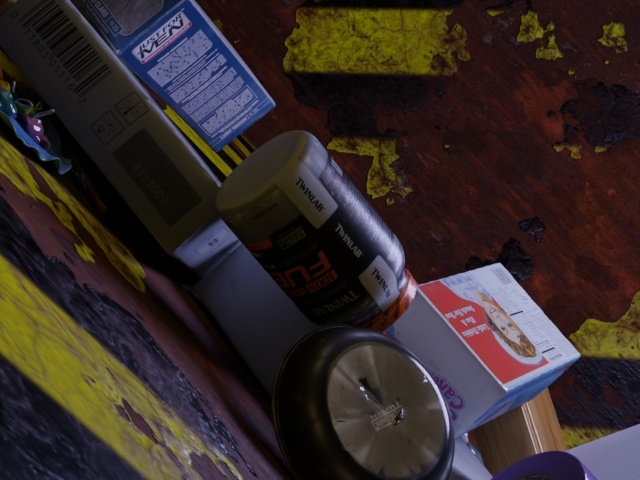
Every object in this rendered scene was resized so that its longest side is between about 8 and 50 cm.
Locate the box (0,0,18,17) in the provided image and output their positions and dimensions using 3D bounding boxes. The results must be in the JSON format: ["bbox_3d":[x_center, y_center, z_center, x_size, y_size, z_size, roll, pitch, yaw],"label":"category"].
[{"bbox_3d":[-0.437,-0.341,1.595,0.324,0.063,0.067,49,2,-1],"label":"box"}]

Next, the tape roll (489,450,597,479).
[{"bbox_3d":[0.206,0.301,1.523,0.080,0.189,0.189,47,4,-17],"label":"tape roll"}]

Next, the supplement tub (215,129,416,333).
[{"bbox_3d":[0.000,0.000,1.462,0.190,0.117,0.117,50,3,-20],"label":"supplement tub"}]

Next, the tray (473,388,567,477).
[{"bbox_3d":[0.272,0.318,1.902,0.203,0.076,0.411,42,30,-58],"label":"tray"}]

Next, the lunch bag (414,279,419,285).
[{"bbox_3d":[0.030,0.068,2.021,0.287,0.169,0.235,54,5,6],"label":"lunch bag"}]

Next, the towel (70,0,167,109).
[{"bbox_3d":[-0.307,-0.290,1.897,0.325,0.038,0.248,52,3,2],"label":"towel"}]

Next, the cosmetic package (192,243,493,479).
[{"bbox_3d":[0.049,0.179,1.664,0.284,0.097,0.377,54,6,33],"label":"cosmetic package"}]

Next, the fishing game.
[{"bbox_3d":[-0.289,-0.140,1.455,0.264,0.041,0.189,49,2,-42],"label":"fishing game"}]

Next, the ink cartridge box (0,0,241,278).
[{"bbox_3d":[-0.180,-0.091,1.689,0.308,0.091,0.385,50,0,13],"label":"ink cartridge box"}]

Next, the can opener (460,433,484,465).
[{"bbox_3d":[0.193,0.308,2.156,0.280,0.074,0.093,48,3,-7],"label":"can opener"}]

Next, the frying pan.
[{"bbox_3d":[0.057,0.220,1.362,0.197,0.053,0.326,6,61,-35],"label":"frying pan"}]

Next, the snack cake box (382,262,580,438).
[{"bbox_3d":[0.176,0.119,1.746,0.152,0.089,0.264,51,23,14],"label":"snack cake box"}]

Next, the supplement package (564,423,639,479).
[{"bbox_3d":[0.425,0.369,1.825,0.263,0.199,0.198,59,17,-27],"label":"supplement package"}]

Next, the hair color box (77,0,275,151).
[{"bbox_3d":[-0.184,-0.247,1.845,0.174,0.105,0.347,52,2,21],"label":"hair color box"}]
